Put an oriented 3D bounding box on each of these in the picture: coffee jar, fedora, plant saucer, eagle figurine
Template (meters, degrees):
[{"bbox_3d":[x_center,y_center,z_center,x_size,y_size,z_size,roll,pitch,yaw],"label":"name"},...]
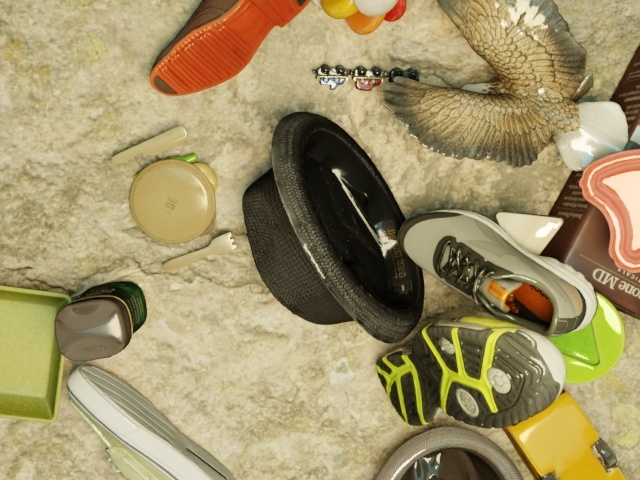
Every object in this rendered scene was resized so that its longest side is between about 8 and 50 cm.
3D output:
[{"bbox_3d":[-0.293,0.106,1.035,0.096,0.184,0.079,-9,96,-5],"label":"coffee jar"},{"bbox_3d":[0.000,0.000,1.045,0.152,0.334,0.334,-27,98,28],"label":"fedora"},{"bbox_3d":[0.184,0.408,1.137,0.243,0.124,0.276,-16,88,-6],"label":"fedora"},{"bbox_3d":[-0.455,0.153,1.095,0.188,0.045,0.188,8,94,-6],"label":"plant saucer"},{"bbox_3d":[0.251,-0.204,1.043,0.225,0.298,0.226,-25,59,34],"label":"eagle figurine"}]

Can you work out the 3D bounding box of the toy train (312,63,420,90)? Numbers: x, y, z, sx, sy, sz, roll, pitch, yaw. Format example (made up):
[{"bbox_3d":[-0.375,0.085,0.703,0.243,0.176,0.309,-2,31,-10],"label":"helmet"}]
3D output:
[{"bbox_3d":[0.066,-0.235,1.118,0.158,0.027,0.036,2,106,-6],"label":"toy train"}]

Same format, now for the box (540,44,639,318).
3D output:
[{"bbox_3d":[0.483,-0.089,1.115,0.191,0.143,0.381,26,94,-7],"label":"box"}]

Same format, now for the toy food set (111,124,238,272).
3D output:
[{"bbox_3d":[-0.208,-0.058,1.108,0.132,0.038,0.192,-21,102,4],"label":"toy food set"}]

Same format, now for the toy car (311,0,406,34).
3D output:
[{"bbox_3d":[0.080,-0.372,1.061,0.136,0.159,0.182,26,92,-42],"label":"toy car"}]

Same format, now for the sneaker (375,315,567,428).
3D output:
[{"bbox_3d":[0.200,0.151,1.000,0.147,0.384,0.145,-26,89,-21],"label":"sneaker"}]

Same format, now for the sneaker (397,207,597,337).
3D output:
[{"bbox_3d":[0.212,0.037,0.980,0.271,0.108,0.100,27,115,29],"label":"sneaker"}]

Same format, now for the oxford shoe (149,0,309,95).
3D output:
[{"bbox_3d":[-0.132,-0.306,1.075,0.271,0.097,0.098,-35,54,9],"label":"oxford shoe"}]

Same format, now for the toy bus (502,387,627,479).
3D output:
[{"bbox_3d":[0.398,0.377,1.151,0.108,0.130,0.333,-34,97,-2],"label":"toy bus"}]

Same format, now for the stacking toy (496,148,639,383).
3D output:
[{"bbox_3d":[0.401,0.040,1.023,0.279,0.130,0.309,-14,91,26],"label":"stacking toy"}]

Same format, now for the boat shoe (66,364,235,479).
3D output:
[{"bbox_3d":[-0.253,0.302,1.098,0.302,0.109,0.094,44,92,-10],"label":"boat shoe"}]
